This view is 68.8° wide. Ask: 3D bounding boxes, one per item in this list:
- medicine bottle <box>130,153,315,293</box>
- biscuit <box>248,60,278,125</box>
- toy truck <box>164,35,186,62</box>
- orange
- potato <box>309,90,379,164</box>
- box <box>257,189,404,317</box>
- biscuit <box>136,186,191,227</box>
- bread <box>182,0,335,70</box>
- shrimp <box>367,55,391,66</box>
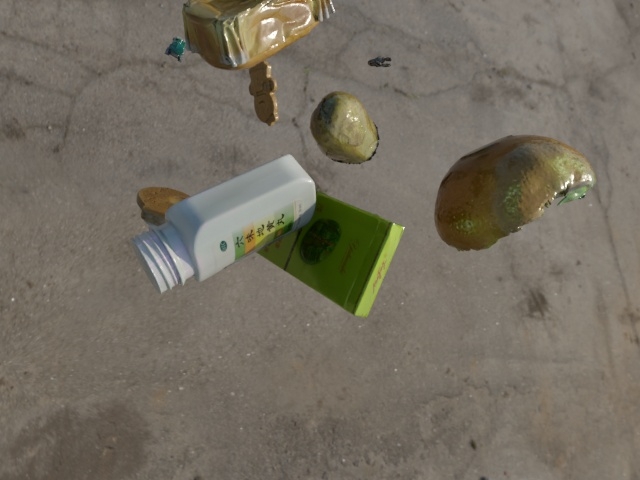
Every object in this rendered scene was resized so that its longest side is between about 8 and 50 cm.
[{"bbox_3d":[-0.170,-0.027,0.854,0.324,0.179,0.124,-27,68,-25],"label":"medicine bottle"},{"bbox_3d":[-0.173,-0.438,1.392,0.027,0.133,0.184,-20,122,-38],"label":"biscuit"},{"bbox_3d":[-0.327,-0.441,1.068,0.039,0.044,0.083,25,26,-24],"label":"toy truck"},{"bbox_3d":[0.391,-0.114,0.971,0.335,0.262,0.196,-22,109,-17],"label":"orange"},{"bbox_3d":[0.064,-0.390,1.582,0.266,0.229,0.229,35,56,-54],"label":"potato"},{"bbox_3d":[0.000,0.000,0.960,0.047,0.335,0.187,17,98,-46],"label":"box"},{"bbox_3d":[-0.411,-0.083,1.279,0.181,0.208,0.049,5,117,-37],"label":"biscuit"},{"bbox_3d":[-0.103,-0.377,0.785,0.241,0.136,0.107,-43,146,-26],"label":"bread"},{"bbox_3d":[0.199,-0.589,1.536,0.038,0.092,0.029,-62,146,-10],"label":"shrimp"}]
